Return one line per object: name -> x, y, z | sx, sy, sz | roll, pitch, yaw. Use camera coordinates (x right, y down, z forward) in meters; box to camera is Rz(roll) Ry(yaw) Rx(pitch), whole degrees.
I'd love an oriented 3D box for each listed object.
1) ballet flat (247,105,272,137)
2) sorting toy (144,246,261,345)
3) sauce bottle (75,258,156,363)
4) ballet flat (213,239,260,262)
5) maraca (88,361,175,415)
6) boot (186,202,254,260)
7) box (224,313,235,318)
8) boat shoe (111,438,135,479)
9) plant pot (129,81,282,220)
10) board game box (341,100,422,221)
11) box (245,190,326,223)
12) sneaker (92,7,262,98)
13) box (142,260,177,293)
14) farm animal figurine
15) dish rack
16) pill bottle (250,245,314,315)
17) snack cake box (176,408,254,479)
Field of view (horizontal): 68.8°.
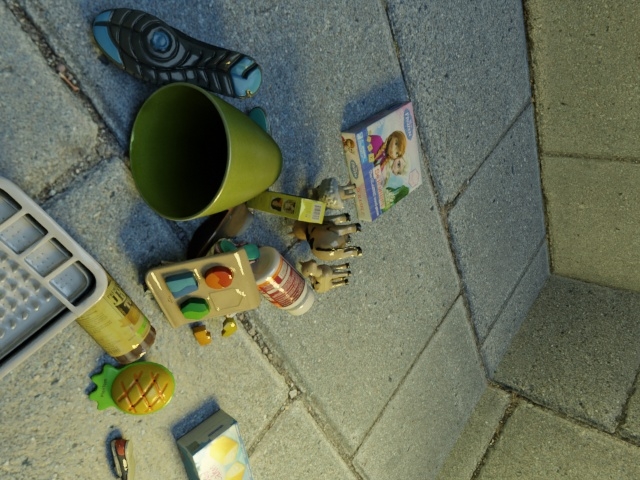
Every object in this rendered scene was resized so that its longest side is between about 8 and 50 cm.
ballet flat -> -0.157, -0.246, 1.239 | 0.068, 0.072, 0.213 | -44, 137, -66
sorting toy -> -0.262, 0.155, 1.137 | 0.229, 0.041, 0.307 | -15, 135, -6
sauce bottle -> -0.474, 0.111, 0.963 | 0.111, 0.111, 0.344 | -46, 130, -27
ballet flat -> -0.226, 0.043, 1.184 | 0.077, 0.079, 0.221 | 64, 13, 6
maraca -> -0.435, 0.344, 1.089 | 0.186, 0.099, 0.127 | 9, 87, -22
boot -> -0.247, -0.016, 1.188 | 0.106, 0.082, 0.219 | 43, 68, -41
box -> -0.246, 0.151, 1.277 | 0.081, 0.028, 0.136 | -41, 127, -31
boat shoe -> -0.480, 0.543, 1.136 | 0.043, 0.049, 0.137 | 1, 108, -3
plant pot -> -0.219, -0.186, 1.061 | 0.293, 0.275, 0.275 | -9, 108, -61
board game box -> 0.224, -0.278, 1.618 | 0.318, 0.066, 0.318 | -37, 126, -34
box -> -0.097, -0.093, 1.210 | 0.087, 0.232, 0.058 | 6, 96, -46
sneaker -> -0.303, -0.383, 1.003 | 0.341, 0.139, 0.125 | 13, 102, -29
box -> -0.342, 0.094, 1.124 | 0.137, 0.027, 0.094 | 13, 130, -48
farm animal figurine -> 0.000, 0.000, 1.320 | 0.172, 0.327, 0.330 | -9, 94, -12
dish rack -> -0.580, 0.077, 0.796 | 0.333, 0.072, 0.285 | -41, 118, -11
pill bottle -> -0.114, 0.122, 1.339 | 0.121, 0.121, 0.221 | -58, 135, -18
snack cake box -> -0.292, 0.638, 1.327 | 0.152, 0.089, 0.264 | -29, 121, -39
